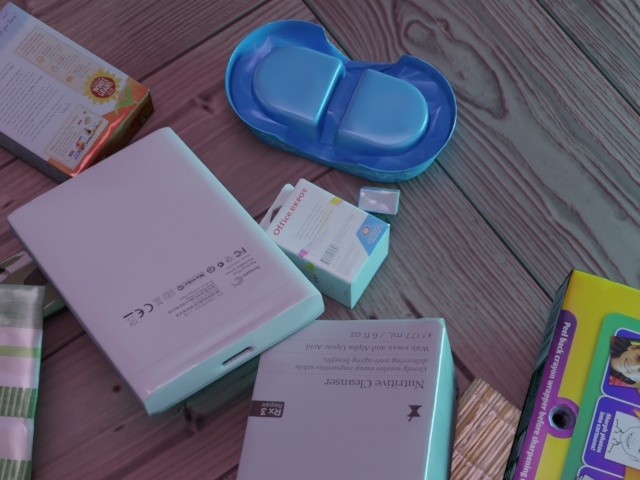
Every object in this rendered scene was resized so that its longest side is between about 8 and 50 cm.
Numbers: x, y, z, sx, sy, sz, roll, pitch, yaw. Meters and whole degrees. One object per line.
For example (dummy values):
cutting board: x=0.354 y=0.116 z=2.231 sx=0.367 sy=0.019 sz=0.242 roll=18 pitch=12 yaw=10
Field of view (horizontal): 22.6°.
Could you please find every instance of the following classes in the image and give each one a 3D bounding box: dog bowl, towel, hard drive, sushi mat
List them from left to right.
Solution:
towel: x=-0.449 y=0.209 z=1.860 sx=0.248 sy=0.038 sz=0.324 roll=2 pitch=84 yaw=6
hard drive: x=-0.187 y=0.026 z=1.871 sx=0.233 sy=0.047 sz=0.353 roll=-31 pitch=50 yaw=-15
dog bowl: x=0.025 y=-0.169 z=2.034 sx=0.297 sy=0.074 sz=0.166 roll=19 pitch=69 yaw=10
sushi mat: x=0.145 y=0.320 z=1.859 sx=0.151 sy=0.019 sz=0.316 roll=36 pitch=73 yaw=14

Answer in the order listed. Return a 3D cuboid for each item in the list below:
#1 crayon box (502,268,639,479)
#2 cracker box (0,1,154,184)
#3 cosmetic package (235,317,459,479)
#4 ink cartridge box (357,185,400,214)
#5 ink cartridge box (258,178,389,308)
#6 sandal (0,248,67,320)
crayon box: x=0.381 y=0.253 z=1.826 sx=0.313 sy=0.106 sz=0.362 roll=19 pitch=69 yaw=2
cracker box: x=-0.352 y=-0.181 z=2.050 sx=0.232 sy=0.067 sz=0.155 roll=33 pitch=71 yaw=13
cosmetic package: x=0.025 y=0.281 z=1.742 sx=0.217 sy=0.156 sz=0.385 roll=-1 pitch=51 yaw=13
ink cartridge box: x=0.072 y=-0.050 z=1.976 sx=0.048 sy=0.083 sz=0.028 roll=7 pitch=94 yaw=4
ink cartridge box: x=0.000 y=0.000 z=1.955 sx=0.143 sy=0.090 sz=0.092 roll=29 pitch=71 yaw=13
sandal: x=-0.398 y=0.080 z=1.933 sx=0.303 sy=0.086 sz=0.120 roll=-42 pitch=73 yaw=-14
